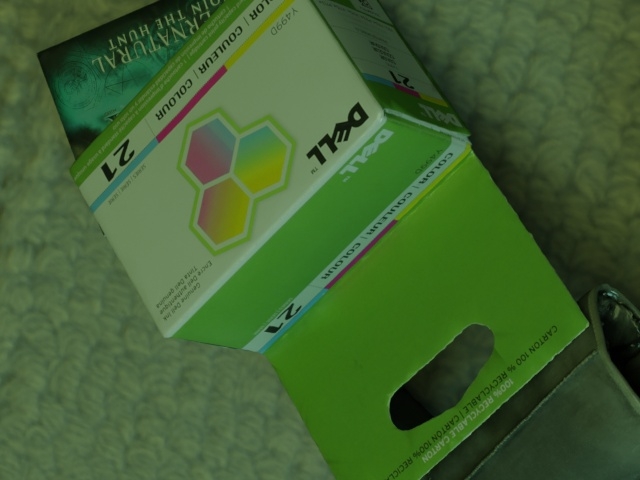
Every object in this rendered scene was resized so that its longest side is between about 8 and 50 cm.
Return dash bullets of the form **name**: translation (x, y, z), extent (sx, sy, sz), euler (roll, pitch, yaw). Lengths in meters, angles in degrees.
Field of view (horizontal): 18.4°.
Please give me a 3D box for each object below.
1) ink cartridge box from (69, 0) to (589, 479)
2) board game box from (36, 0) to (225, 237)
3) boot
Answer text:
- **ink cartridge box**: translation (0.000, 0.000, 1.087), extent (0.189, 0.097, 0.255), euler (-45, 58, 21)
- **board game box**: translation (-0.073, -0.090, 1.216), extent (0.186, 0.026, 0.126), euler (-21, 90, 22)
- **boot**: translation (0.097, 0.094, 1.105), extent (0.190, 0.076, 0.208), euler (52, 136, 20)
